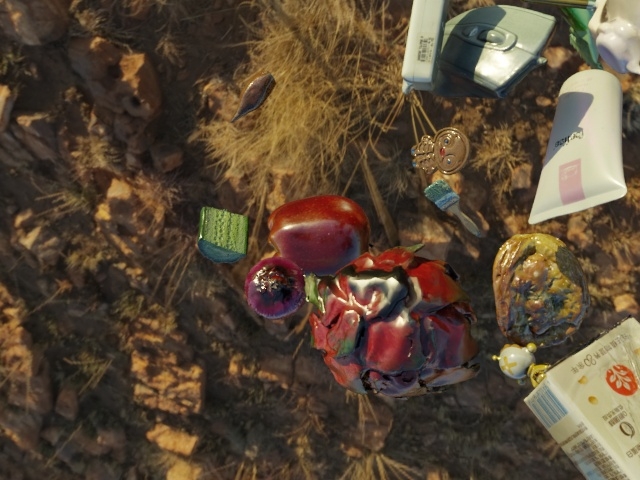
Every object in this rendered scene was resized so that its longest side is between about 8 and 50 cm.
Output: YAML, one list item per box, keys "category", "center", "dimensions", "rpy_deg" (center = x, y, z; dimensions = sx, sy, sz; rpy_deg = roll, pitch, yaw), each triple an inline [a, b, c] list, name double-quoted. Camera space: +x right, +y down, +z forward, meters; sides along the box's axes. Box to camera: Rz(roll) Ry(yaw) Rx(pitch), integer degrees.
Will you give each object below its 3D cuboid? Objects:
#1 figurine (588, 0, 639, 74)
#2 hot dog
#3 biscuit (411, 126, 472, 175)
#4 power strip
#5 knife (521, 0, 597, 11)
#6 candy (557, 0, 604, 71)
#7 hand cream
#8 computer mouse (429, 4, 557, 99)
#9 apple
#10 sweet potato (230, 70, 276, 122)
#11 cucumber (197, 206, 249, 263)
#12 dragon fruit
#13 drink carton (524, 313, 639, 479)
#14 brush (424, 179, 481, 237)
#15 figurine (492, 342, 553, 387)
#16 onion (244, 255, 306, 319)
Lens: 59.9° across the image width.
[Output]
- category: "figurine"
  center: [0.299, -0.175, 0.416]
  dimensions: [0.163, 0.236, 0.141]
  rpy_deg: [-28, 130, 26]
- category: "hot dog"
  center: [0.469, 0.114, 1.201]
  dimensions: [0.196, 0.122, 0.272]
  rpy_deg: [-14, 119, 6]
- category: "biscuit"
  center: [0.314, -0.229, 1.463]
  dimensions: [0.175, 0.026, 0.124]
  rpy_deg: [-7, 93, 42]
- category: "power strip"
  center: [0.206, -0.438, 1.026]
  dimensions: [0.058, 0.098, 0.338]
  rpy_deg: [10, 96, 16]
- category: "knife"
  center: [0.618, -0.518, 1.225]
  dimensions: [0.343, 0.061, 0.027]
  rpy_deg: [13, 105, 14]
- category: "candy"
  center: [0.682, -0.631, 1.454]
  dimensions: [0.172, 0.262, 0.397]
  rpy_deg: [-7, 134, 20]
- category: "hand cream"
  center: [0.514, -0.190, 1.093]
  dimensions: [0.118, 0.358, 0.186]
  rpy_deg: [41, 144, -24]
- category: "computer mouse"
  center: [0.314, -0.386, 1.129]
  dimensions: [0.122, 0.371, 0.188]
  rpy_deg: [36, 92, -28]
- category: "apple"
  center: [0.000, 0.000, 1.682]
  dimensions: [0.317, 0.288, 0.288]
  rpy_deg: [-4, 124, -4]
- category: "sweet potato"
  center: [-0.131, -0.265, 1.042]
  dimensions: [0.049, 0.049, 0.117]
  rpy_deg: [40, 90, -15]
- category: "cucumber"
  center: [-0.222, -0.013, 1.234]
  dimensions: [0.117, 0.115, 0.062]
  rpy_deg: [20, 136, -30]
- category: "dragon fruit"
  center: [0.086, 0.091, 0.620]
  dimensions: [0.189, 0.182, 0.182]
  rpy_deg: [-16, 132, -31]
- category: "drink carton"
  center: [0.492, 0.303, 0.830]
  dimensions: [0.194, 0.324, 0.132]
  rpy_deg: [-27, 149, -14]
- category: "brush"
  center: [0.357, -0.077, 1.457]
  dimensions: [0.196, 0.021, 0.070]
  rpy_deg: [46, 129, -8]
- category: "figurine"
  center: [0.452, 0.283, 1.205]
  dimensions: [0.143, 0.068, 0.101]
  rpy_deg: [47, 132, 21]
- category: "onion"
  center: [-0.078, 0.082, 0.976]
  dimensions: [0.115, 0.115, 0.104]
  rpy_deg: [10, 169, 5]
